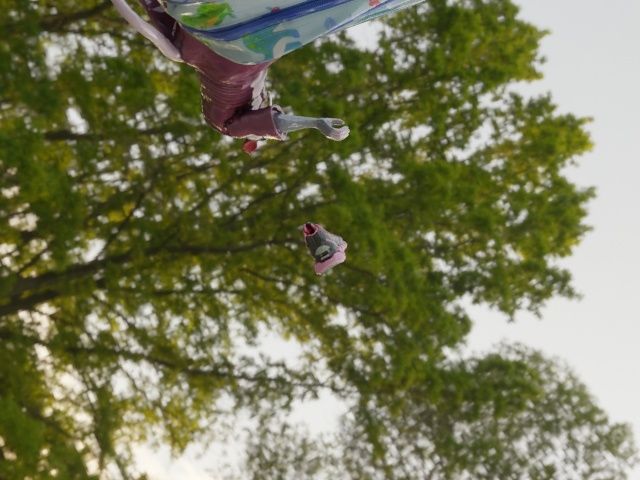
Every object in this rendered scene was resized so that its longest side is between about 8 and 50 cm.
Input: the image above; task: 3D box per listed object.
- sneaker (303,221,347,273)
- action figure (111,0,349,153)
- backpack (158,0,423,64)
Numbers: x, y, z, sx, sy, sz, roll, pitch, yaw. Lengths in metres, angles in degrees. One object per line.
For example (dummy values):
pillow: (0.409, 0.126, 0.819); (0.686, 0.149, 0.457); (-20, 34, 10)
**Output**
sneaker: (0.000, 0.000, 1.001); (0.057, 0.047, 0.119); (56, 2, -8)
action figure: (-0.128, -0.234, 1.175); (0.248, 0.275, 0.370); (58, -17, 30)
backpack: (0.005, -0.307, 0.722); (0.290, 0.355, 0.274); (41, -43, 40)
